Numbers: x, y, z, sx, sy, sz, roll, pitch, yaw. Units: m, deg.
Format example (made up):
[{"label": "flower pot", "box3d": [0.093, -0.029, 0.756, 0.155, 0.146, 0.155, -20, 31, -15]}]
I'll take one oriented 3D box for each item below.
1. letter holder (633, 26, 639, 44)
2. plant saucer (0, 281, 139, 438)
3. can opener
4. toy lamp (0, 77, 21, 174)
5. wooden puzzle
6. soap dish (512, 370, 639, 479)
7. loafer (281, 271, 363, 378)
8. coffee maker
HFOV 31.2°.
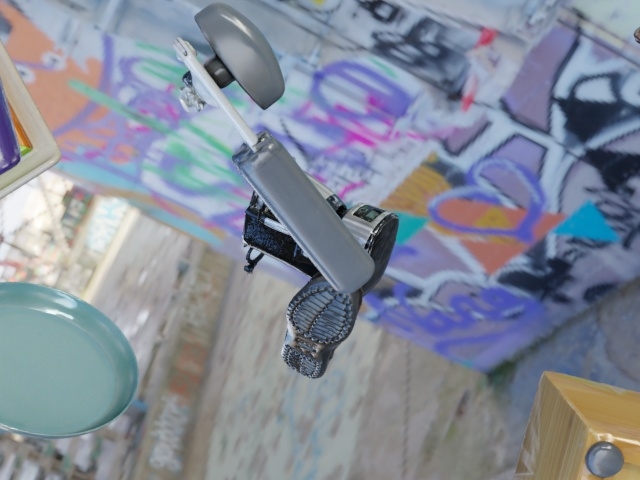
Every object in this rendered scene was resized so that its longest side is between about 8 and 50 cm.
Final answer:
[{"label": "letter holder", "box3d": [0.545, -0.270, 1.318, 0.214, 0.302, 0.152, -35, -37, -40]}, {"label": "plant saucer", "box3d": [-0.434, 0.186, 1.743, 0.317, 0.317, 0.044, -86, 21, -56]}, {"label": "can opener", "box3d": [-0.036, -0.076, 1.017, 0.093, 0.280, 0.074, -34, 18, 0]}, {"label": "toy lamp", "box3d": [-0.258, -0.153, 0.646, 0.080, 0.275, 0.080, -28, 12, 6]}, {"label": "wooden puzzle", "box3d": [-0.488, -0.149, 1.539, 0.221, 0.239, 0.044, -31, -14, 7]}, {"label": "soap dish", "box3d": [0.231, 0.259, 0.791, 0.118, 0.229, 0.291, -149, 74, -89]}, {"label": "loafer", "box3d": [0.003, 0.087, 1.389, 0.078, 0.080, 0.220, -59, -2, -33]}, {"label": "coffee maker", "box3d": [0.000, 0.000, 1.486, 0.120, 0.178, 0.171, -49, -22, -30]}]
